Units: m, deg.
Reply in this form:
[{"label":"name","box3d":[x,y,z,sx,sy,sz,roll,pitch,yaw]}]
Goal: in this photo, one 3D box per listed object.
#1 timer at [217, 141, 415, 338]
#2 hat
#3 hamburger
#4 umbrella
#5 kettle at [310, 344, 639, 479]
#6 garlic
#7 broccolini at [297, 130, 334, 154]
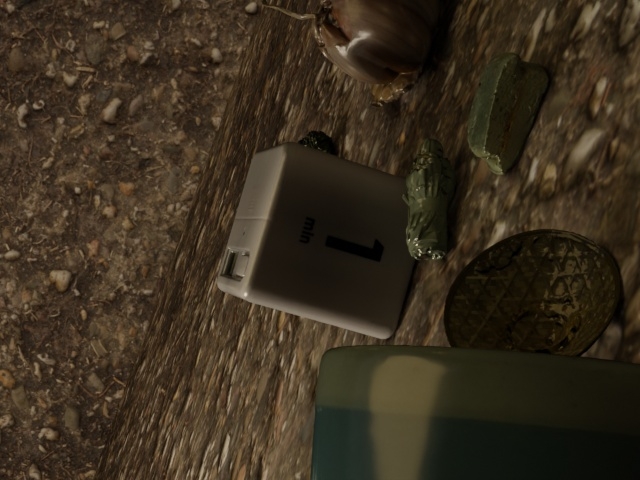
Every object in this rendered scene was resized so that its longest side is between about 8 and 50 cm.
[{"label":"timer","box3d":[0.000,0.000,1.260,0.192,0.195,0.194,-176,102,-75]},{"label":"hat","box3d":[0.180,0.067,0.825,0.146,0.067,0.146,-19,42,19]},{"label":"hamburger","box3d":[0.182,-0.132,1.035,0.084,0.054,0.121,-129,50,-70]},{"label":"umbrella","box3d":[0.121,-0.047,1.141,0.067,0.062,0.143,55,-142,-69]},{"label":"kettle","box3d":[0.132,0.238,0.537,0.319,0.247,0.342,-7,73,46]},{"label":"garlic","box3d":[0.047,-0.282,1.409,0.207,0.257,0.207,-3,-90,-66]},{"label":"broccolini","box3d":[-0.026,-0.088,1.695,0.091,0.068,0.202,0,74,54]}]
